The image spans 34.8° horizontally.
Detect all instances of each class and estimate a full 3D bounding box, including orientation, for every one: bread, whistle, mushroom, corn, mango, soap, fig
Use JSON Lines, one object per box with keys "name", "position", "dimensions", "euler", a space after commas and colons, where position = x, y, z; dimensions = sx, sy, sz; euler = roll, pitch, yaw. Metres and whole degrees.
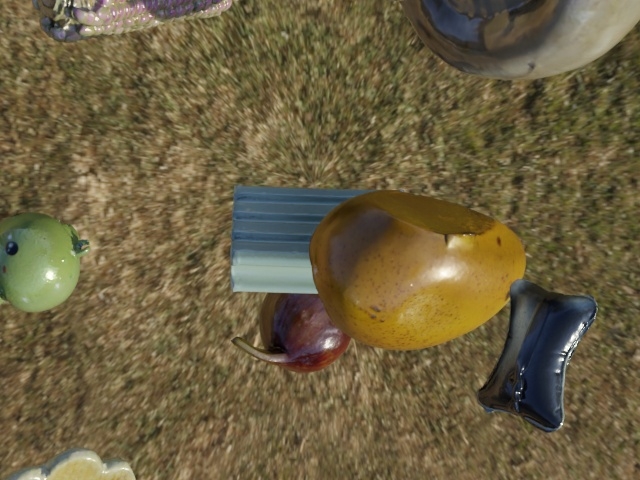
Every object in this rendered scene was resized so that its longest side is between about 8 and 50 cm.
{"name": "bread", "position": [-0.369, 0.359, 1.342], "dimensions": [0.181, 0.039, 0.251], "euler": [26, 111, -41]}
{"name": "whistle", "position": [-0.445, 0.038, 1.336], "dimensions": [0.294, 0.141, 0.141], "euler": [-9, 93, -5]}
{"name": "mushroom", "position": [0.134, -0.268, 0.854], "dimensions": [0.290, 0.297, 0.298], "euler": [-29, 94, -35]}
{"name": "corn", "position": [-0.248, -0.348, 1.409], "dimensions": [0.126, 0.335, 0.127], "euler": [13, 112, 35]}
{"name": "mango", "position": [0.118, 0.040, 1.215], "dimensions": [0.290, 0.160, 0.191], "euler": [2, 124, -28]}
{"name": "soap", "position": [0.000, 0.000, 1.518], "dimensions": [0.265, 0.160, 0.088], "euler": [1, 134, -4]}
{"name": "fig", "position": [-0.045, 0.168, 1.786], "dimensions": [0.175, 0.175, 0.207], "euler": [39, 48, -2]}

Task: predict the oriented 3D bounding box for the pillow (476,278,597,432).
{"name": "pillow", "position": [0.205, 0.109, 0.974], "dimensions": [0.055, 0.091, 0.136], "euler": [20, 85, -24]}
